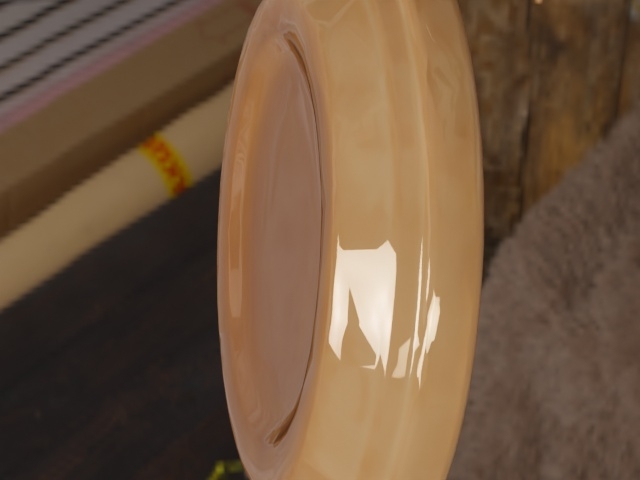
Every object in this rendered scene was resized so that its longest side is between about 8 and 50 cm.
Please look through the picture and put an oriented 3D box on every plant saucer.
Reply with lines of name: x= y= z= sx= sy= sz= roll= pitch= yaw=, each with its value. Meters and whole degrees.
plant saucer: x=0.000 y=0.000 z=0.515 sx=0.037 sy=0.200 sz=0.200 roll=2 pitch=37 yaw=-16
